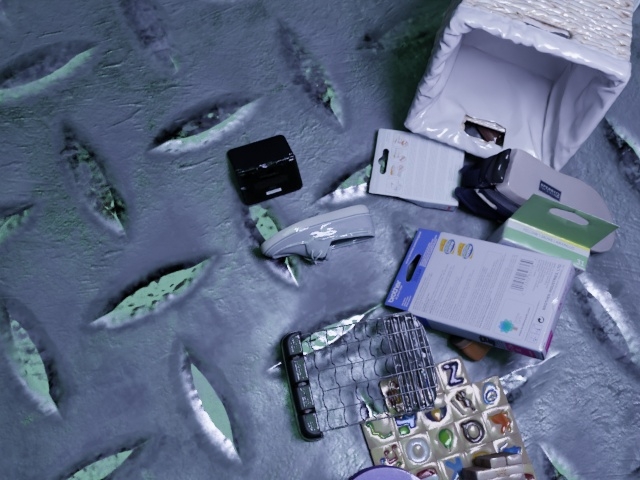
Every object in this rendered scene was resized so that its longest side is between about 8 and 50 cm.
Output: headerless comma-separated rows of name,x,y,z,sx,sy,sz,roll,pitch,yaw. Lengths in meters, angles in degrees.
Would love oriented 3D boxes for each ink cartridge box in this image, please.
ink cartridge box,0.297,0.093,1.551,0.311,0.065,0.185,15,68,27
ink cartridge box,0.196,-0.143,1.668,0.180,0.045,0.145,8,76,6
ink cartridge box,0.426,0.004,1.549,0.171,0.235,0.056,21,71,-1

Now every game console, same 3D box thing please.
game console,-0.110,-0.141,1.643,0.122,0.071,0.107,-18,109,-10

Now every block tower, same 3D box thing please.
block tower,0.331,0.554,1.466,0.091,0.097,0.335,-7,79,-9

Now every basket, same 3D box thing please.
basket,0.375,-0.347,1.564,0.329,0.331,0.266,19,60,-1

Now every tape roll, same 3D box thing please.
tape roll,0.116,0.497,1.463,0.189,0.080,0.188,0,78,-1

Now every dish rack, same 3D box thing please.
dish rack,0.075,0.244,1.527,0.272,0.074,0.208,-11,78,-5

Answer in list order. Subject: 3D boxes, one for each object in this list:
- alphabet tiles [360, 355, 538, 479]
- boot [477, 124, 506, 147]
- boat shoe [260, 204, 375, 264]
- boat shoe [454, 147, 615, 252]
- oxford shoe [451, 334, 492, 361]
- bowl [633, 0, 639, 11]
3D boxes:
alphabet tiles,0.244,0.404,1.546,0.285,0.011,0.342,-17,78,-10
boot,0.392,-0.215,1.706,0.107,0.037,0.114,-23,75,-13
boat shoe,0.000,0.000,1.584,0.228,0.079,0.081,-19,74,-14
boat shoe,0.423,-0.071,1.638,0.341,0.158,0.127,31,69,-27
oxford shoe,0.346,0.144,1.599,0.076,0.076,0.212,45,81,-14
bowl,0.519,-0.544,1.749,0.298,0.134,0.297,2,76,-6
